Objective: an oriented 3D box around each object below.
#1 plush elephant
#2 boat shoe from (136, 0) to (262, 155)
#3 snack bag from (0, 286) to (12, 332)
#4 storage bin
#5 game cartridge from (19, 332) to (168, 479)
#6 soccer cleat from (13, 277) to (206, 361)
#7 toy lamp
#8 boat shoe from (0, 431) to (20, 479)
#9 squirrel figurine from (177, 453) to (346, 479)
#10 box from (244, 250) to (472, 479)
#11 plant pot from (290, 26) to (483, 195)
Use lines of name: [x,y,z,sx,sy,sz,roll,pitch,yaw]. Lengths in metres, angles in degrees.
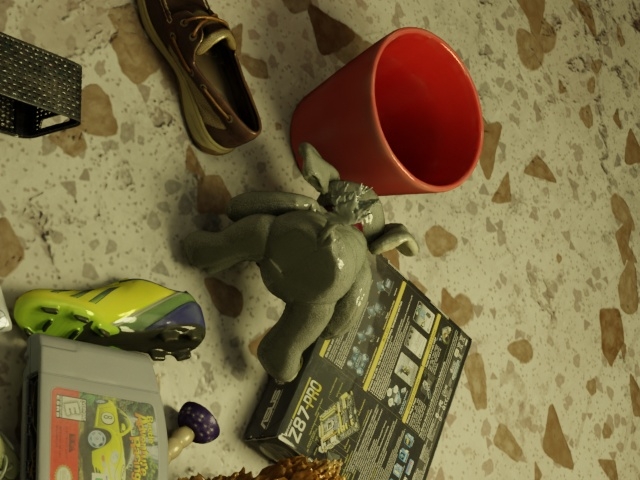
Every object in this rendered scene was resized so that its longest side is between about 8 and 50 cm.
plush elephant: [0.000,0.000,1.671,0.272,0.330,0.255,50,26,3]
boat shoe: [-0.179,-0.307,1.676,0.123,0.123,0.342,-21,94,-43]
snack bag: [-0.562,-0.016,1.317,0.323,0.037,0.342,-12,88,-43]
storage bin: [-0.413,-0.203,1.416,0.180,0.122,0.084,15,69,-55]
game cartridge: [-0.288,0.273,1.387,0.196,0.060,0.294,20,54,-42]
soccer cleat: [-0.296,0.100,1.514,0.289,0.093,0.121,11,42,-36]
toy lamp: [-0.253,0.331,1.487,0.275,0.080,0.080,-42,108,-43]
boat shoe: [-0.430,0.274,1.325,0.302,0.094,0.109,55,50,-18]
squirrel figurine: [-0.068,0.477,1.413,0.281,0.370,0.396,15,70,-39]
box: [0.080,0.243,1.795,0.318,0.097,0.394,43,54,-28]
plant pot: [0.097,-0.191,1.816,0.275,0.243,0.274,12,72,-41]
